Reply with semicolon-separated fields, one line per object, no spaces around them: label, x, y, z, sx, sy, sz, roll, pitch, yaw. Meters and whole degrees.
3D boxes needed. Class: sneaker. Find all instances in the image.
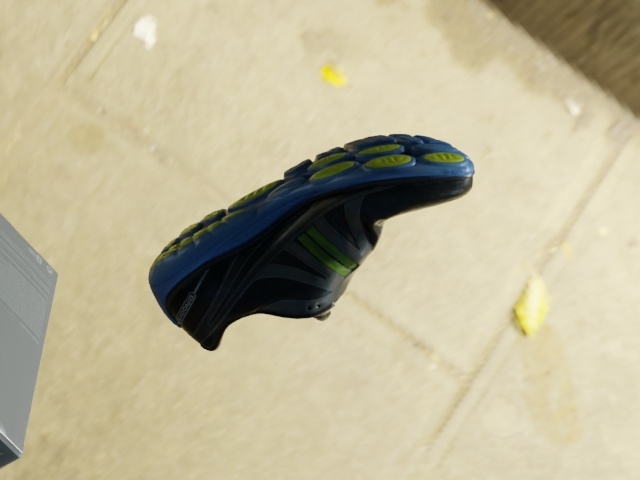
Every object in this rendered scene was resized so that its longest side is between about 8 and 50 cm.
sneaker;0.000;0.000;1.011;0.188;0.067;0.078;-27;107;8

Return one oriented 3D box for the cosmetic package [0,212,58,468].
cosmetic package;-0.295;0.092;1.469;0.127;0.238;0.107;-30;117;18
